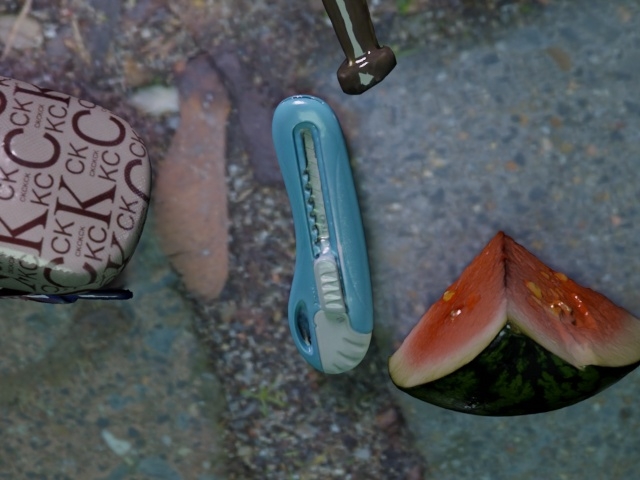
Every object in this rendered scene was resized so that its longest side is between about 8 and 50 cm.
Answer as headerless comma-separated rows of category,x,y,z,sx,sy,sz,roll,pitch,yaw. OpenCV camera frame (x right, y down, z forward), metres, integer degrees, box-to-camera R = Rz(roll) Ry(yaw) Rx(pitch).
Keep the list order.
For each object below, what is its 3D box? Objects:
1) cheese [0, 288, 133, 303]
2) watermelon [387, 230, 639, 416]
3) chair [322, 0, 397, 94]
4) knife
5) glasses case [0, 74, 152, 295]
cheese,-0.255,0.038,1.373,0.244,0.155,0.062,-2,92,-12
watermelon,0.151,0.081,1.376,0.145,0.193,0.137,32,72,-15
chair,0.078,-0.384,0.986,0.364,0.362,0.410,-27,110,18
knife,0.000,0.000,1.383,0.064,0.031,0.222,-3,119,10
glasses case,-0.289,-0.058,1.311,0.354,0.137,0.085,14,153,-3
